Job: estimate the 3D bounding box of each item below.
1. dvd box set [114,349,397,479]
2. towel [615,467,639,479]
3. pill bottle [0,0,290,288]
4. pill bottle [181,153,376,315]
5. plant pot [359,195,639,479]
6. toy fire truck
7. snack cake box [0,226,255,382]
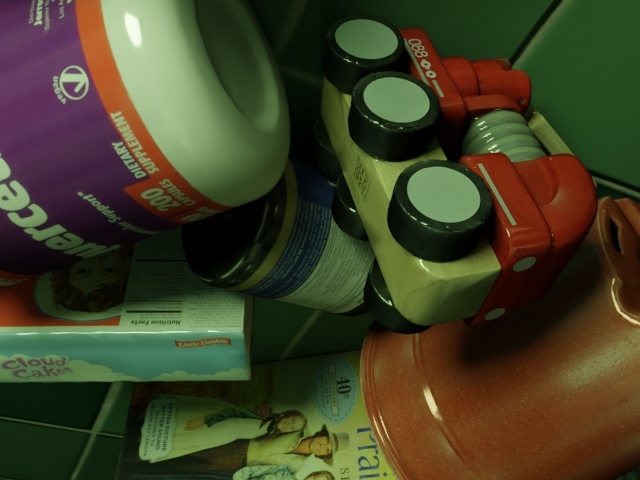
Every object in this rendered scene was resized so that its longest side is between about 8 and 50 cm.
[{"bbox_3d":[-0.043,0.285,0.820,0.420,0.307,0.062,-9,138,10],"label":"dvd box set"},{"bbox_3d":[0.372,0.312,0.883,0.235,0.283,0.121,-4,141,4],"label":"towel"},{"bbox_3d":[-0.195,-0.071,0.482,0.323,0.181,0.181,-18,138,19],"label":"pill bottle"},{"bbox_3d":[0.000,0.000,0.606,0.219,0.122,0.123,17,139,-41],"label":"pill bottle"},{"bbox_3d":[0.225,0.112,0.645,0.272,0.272,0.265,23,134,-27],"label":"plant pot"},{"bbox_3d":[0.133,-0.050,0.510,0.246,0.217,0.158,-10,145,-14],"label":"toy fire truck"},{"bbox_3d":[-0.196,0.049,0.649,0.264,0.152,0.089,0,141,-1],"label":"snack cake box"}]
